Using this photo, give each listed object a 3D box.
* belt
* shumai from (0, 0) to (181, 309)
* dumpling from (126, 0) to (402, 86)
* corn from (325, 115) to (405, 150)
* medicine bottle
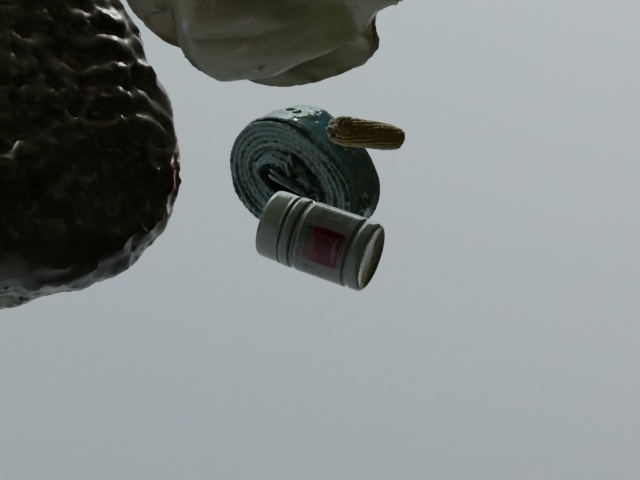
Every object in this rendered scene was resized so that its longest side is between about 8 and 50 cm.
[{"bbox_3d":[-0.019,-0.069,1.921,0.082,0.163,0.148,-28,-59,-51],"label":"belt"},{"bbox_3d":[-0.350,-0.082,1.445,0.395,0.348,0.395,28,-135,-32],"label":"shumai"},{"bbox_3d":[-0.044,-0.160,1.206,0.136,0.199,0.118,95,-174,-47],"label":"dumpling"},{"bbox_3d":[0.039,-0.096,1.570,0.083,0.028,0.027,5,-114,-34],"label":"corn"},{"bbox_3d":[0.000,0.000,1.422,0.058,0.091,0.058,-56,-23,-39],"label":"medicine bottle"}]
